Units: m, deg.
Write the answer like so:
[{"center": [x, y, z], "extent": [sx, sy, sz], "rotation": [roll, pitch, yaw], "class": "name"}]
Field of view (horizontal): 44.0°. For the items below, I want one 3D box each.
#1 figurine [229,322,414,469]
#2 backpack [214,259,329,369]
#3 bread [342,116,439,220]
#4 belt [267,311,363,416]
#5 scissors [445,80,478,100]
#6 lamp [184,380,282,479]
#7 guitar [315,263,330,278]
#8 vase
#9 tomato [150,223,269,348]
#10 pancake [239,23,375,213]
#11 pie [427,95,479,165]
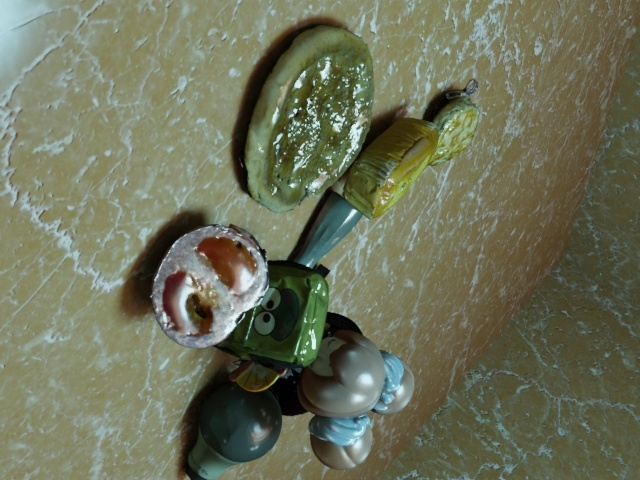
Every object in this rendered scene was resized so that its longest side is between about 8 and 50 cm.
[{"center": [-0.018, 0.259, 1.648], "extent": [0.277, 0.388, 0.248], "rotation": [-48, 154, -24], "class": "figurine"}, {"center": [-0.111, 0.136, 1.517], "extent": [0.140, 0.253, 0.207], "rotation": [43, 58, -70], "class": "backpack"}, {"center": [0.156, -0.166, 1.743], "extent": [0.288, 0.119, 0.153], "rotation": [-46, 161, -49], "class": "bread"}, {"center": [-0.020, 0.286, 1.903], "extent": [0.289, 0.184, 0.164], "rotation": [-35, 154, -40], "class": "belt"}, {"center": [0.361, -0.372, 2.040], "extent": [0.176, 0.022, 0.085], "rotation": [-18, 141, -56], "class": "scissors"}, {"center": [-0.226, 0.433, 1.786], "extent": [0.313, 0.182, 0.182], "rotation": [-34, 164, 26], "class": "lamp"}, {"center": [-0.010, 0.098, 1.755], "extent": [0.084, 0.038, 0.271], "rotation": [-54, -178, 1], "class": "guitar"}, {"center": [0.000, 0.000, 1.757], "extent": [0.214, 0.086, 0.086], "rotation": [-54, 154, 1], "class": "vase"}, {"center": [-0.213, 0.069, 1.410], "extent": [0.228, 0.112, 0.199], "rotation": [-44, 116, -16], "class": "tomato"}, {"center": [-0.013, -0.220, 1.502], "extent": [0.382, 0.071, 0.382], "rotation": [-40, 148, -32], "class": "pancake"}, {"center": [0.317, -0.273, 2.000], "extent": [0.178, 0.084, 0.205], "rotation": [-22, 145, -42], "class": "pie"}]
